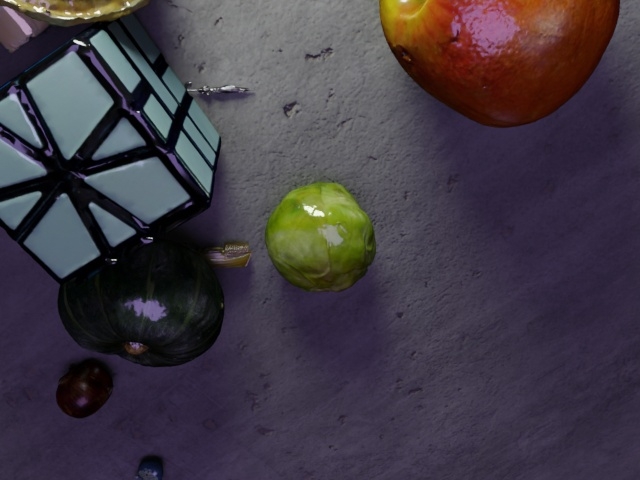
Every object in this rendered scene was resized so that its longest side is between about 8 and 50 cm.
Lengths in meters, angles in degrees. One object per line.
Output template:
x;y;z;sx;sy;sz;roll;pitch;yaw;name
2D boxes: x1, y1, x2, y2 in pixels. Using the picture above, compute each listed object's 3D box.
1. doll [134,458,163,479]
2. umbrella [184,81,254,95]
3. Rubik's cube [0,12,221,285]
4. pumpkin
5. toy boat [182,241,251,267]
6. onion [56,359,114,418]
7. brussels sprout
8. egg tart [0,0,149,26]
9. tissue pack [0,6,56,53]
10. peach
-0.412;0.564;1.419;0.076;0.050;0.083;12;118;7;doll
-0.177;-0.263;1.032;0.122;0.013;0.022;3;96;-7;umbrella
-0.349;-0.151;0.916;0.288;0.283;0.293;-28;121;9;Rubik's cube
-0.321;0.112;1.084;0.300;0.207;0.300;-1;146;-1;pumpkin
-0.211;0.026;1.163;0.149;0.047;0.049;1;104;-11;toy boat
-0.504;0.320;1.248;0.118;0.119;0.117;35;113;-22;onion
0.000;0.000;1.109;0.223;0.161;0.223;-1;111;-4;brussels sprout
-0.342;-0.439;0.756;0.341;0.341;0.129;38;149;-23;egg tart
-0.444;-0.408;0.832;0.090;0.186;0.222;-7;128;41;tissue pack
0.271;-0.349;0.889;0.372;0.373;0.290;21;146;-17;peach
